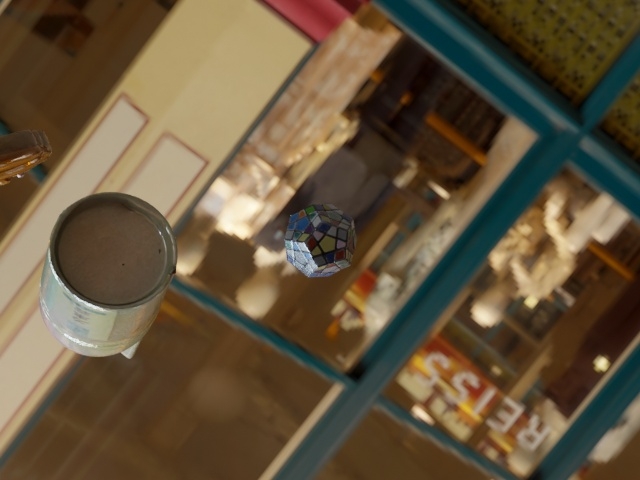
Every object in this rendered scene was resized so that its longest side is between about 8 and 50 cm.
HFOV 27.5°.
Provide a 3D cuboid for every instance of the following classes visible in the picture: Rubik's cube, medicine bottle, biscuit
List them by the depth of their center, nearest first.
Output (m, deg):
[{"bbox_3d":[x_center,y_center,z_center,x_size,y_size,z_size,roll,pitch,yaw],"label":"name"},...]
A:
[{"bbox_3d":[-0.391,-0.082,1.502,0.170,0.170,0.050,-54,-54,-84],"label":"biscuit"},{"bbox_3d":[0.000,0.000,1.878,0.111,0.093,0.111,33,145,27],"label":"Rubik's cube"},{"bbox_3d":[-0.419,0.093,2.505,0.235,0.236,0.406,38,152,3],"label":"medicine bottle"}]
